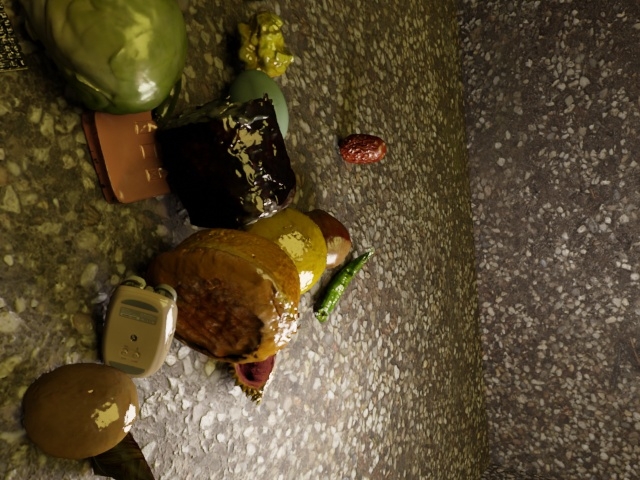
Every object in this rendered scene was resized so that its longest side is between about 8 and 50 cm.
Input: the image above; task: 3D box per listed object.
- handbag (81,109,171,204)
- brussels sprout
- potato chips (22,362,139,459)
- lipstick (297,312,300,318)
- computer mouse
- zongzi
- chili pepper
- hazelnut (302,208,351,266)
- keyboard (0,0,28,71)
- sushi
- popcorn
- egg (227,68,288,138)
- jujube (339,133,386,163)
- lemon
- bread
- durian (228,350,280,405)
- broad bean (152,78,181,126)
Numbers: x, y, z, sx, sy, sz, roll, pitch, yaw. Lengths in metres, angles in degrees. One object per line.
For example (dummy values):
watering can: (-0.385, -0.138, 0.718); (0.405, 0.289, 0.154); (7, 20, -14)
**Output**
handbag: (-0.433, -0.197, 1.082); (0.157, 0.059, 0.212); (-27, 111, -49)
brussels sprout: (-0.412, -0.416, 0.958); (0.274, 0.243, 0.316); (-37, 95, -12)
potato chips: (-0.468, 0.324, 0.938); (0.208, 0.062, 0.195); (36, 51, -8)
lipstick: (-0.123, 0.234, 1.506); (0.177, 0.027, 0.027); (18, 74, -53)
computer mouse: (-0.391, 0.189, 1.030); (0.082, 0.145, 0.236); (-90, -164, -70)
zongzi: (-0.418, 0.409, 0.976); (0.084, 0.184, 0.187); (-32, 114, -49)
chili pepper: (0.086, 0.148, 1.743); (0.359, 0.076, 0.084); (-51, 155, -36)
hazelnut: (0.006, -0.006, 1.555); (0.210, 0.186, 0.210); (-7, 102, -36)
keyboard: (-0.632, -0.466, 0.854); (0.106, 0.027, 0.316); (-35, 115, -47)
sushi: (-0.218, -0.189, 1.162); (0.299, 0.282, 0.294); (-75, 156, -64)
popcorn: (-0.165, -0.560, 1.374); (0.197, 0.156, 0.197); (-14, 90, -79)
egg: (-0.176, -0.361, 1.335); (0.168, 0.168, 0.230); (-22, 105, -51)
jujube: (0.159, -0.342, 1.771); (0.112, 0.176, 0.109); (5, 89, -59)
lemon: (-0.117, 0.027, 1.339); (0.310, 0.254, 0.253); (46, 54, -37)
bread: (-0.224, 0.129, 1.128); (0.204, 0.359, 0.336); (-65, 144, -54)
durian: (-0.171, 0.329, 1.360); (0.186, 0.154, 0.260); (84, 24, -45)
broad bean: (-0.373, -0.396, 1.178); (0.065, 0.047, 0.254); (19, 75, -52)
